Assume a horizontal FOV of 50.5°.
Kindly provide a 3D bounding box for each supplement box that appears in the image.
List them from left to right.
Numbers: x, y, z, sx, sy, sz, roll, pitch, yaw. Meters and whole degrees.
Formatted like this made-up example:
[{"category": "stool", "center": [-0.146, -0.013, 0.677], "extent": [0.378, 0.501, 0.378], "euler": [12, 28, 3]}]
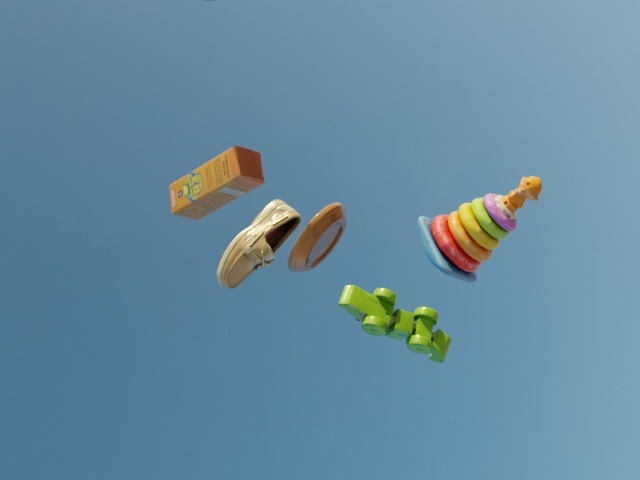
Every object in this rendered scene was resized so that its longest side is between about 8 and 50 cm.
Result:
[{"category": "supplement box", "center": [-0.230, -0.122, 1.481], "extent": [0.080, 0.233, 0.078], "euler": [9, -117, -47]}]

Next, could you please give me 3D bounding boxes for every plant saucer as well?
[{"category": "plant saucer", "center": [0.000, 0.000, 1.613], "extent": [0.200, 0.037, 0.200], "euler": [-45, -19, -20]}]

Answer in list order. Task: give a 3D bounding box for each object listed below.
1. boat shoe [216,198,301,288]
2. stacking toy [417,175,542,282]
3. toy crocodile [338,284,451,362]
[{"category": "boat shoe", "center": [-0.094, 0.010, 1.060], "extent": [0.170, 0.059, 0.063], "euler": [-53, -32, -15]}, {"category": "stacking toy", "center": [0.394, -0.050, 1.589], "extent": [0.166, 0.302, 0.175], "euler": [17, -138, -43]}, {"category": "toy crocodile", "center": [0.200, 0.218, 1.785], "extent": [0.340, 0.105, 0.115], "euler": [25, -122, -12]}]
